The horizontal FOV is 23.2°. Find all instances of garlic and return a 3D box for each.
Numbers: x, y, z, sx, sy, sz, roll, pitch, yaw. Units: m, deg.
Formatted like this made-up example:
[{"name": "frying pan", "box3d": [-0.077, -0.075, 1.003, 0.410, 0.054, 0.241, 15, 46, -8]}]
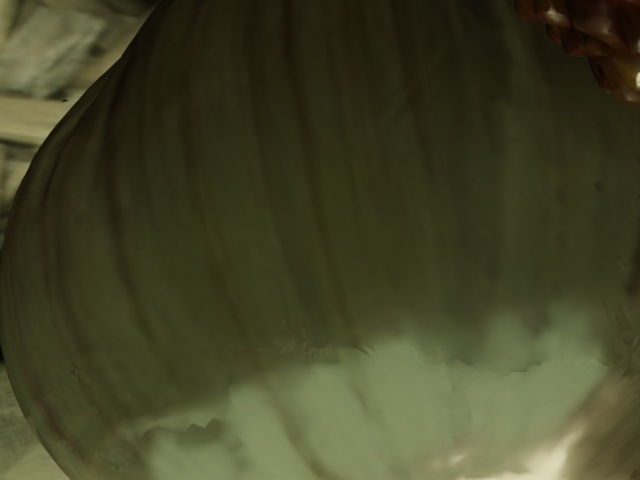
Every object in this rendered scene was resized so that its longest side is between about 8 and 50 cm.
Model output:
[{"name": "garlic", "box3d": [0.036, -0.004, 0.607, 0.317, 0.259, 0.317, -2, 151, -1]}]

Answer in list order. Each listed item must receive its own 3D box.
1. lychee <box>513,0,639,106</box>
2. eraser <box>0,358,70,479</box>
[{"name": "lychee", "box3d": [0.143, -0.128, 0.390, 0.236, 0.236, 0.271, -8, 147, 18]}, {"name": "eraser", "box3d": [-0.095, 0.105, 0.960, 0.396, 0.082, 0.213, -10, 172, 21]}]
